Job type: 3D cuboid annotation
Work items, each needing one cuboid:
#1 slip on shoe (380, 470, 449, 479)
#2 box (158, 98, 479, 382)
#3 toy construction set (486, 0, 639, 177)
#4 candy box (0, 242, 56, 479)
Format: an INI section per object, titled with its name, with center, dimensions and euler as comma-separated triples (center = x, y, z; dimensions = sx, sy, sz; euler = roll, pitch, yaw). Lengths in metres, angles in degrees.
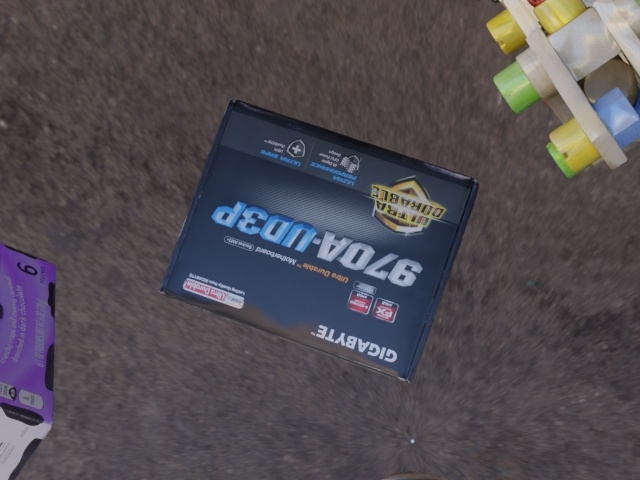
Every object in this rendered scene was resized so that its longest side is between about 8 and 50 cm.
[slip on shoe]
center = 0.026, 0.133, 0.585
dimensions = 0.041, 0.135, 0.051
euler = 26, 101, 44
[box]
center = 0.000, 0.000, 1.075
dimensions = 0.220, 0.051, 0.175
euler = 20, 85, 7
[toy construction set]
center = 0.155, -0.185, 0.888
dimensions = 0.151, 0.215, 0.328
euler = -20, 77, 18
[candy box]
center = -0.265, 0.050, 0.795
dimensions = 0.196, 0.165, 0.070
euler = 24, 117, -25
